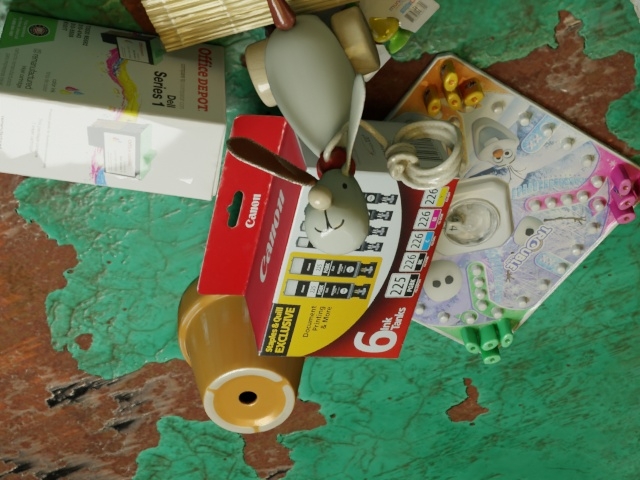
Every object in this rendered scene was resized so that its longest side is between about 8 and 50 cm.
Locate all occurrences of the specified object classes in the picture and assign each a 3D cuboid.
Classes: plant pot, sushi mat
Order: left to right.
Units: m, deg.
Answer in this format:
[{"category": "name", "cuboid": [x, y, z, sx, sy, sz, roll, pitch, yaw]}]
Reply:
[{"category": "plant pot", "cuboid": [-0.104, 0.166, 1.796, 0.205, 0.188, 0.205, -2, 127, -3]}, {"category": "sushi mat", "cuboid": [-0.064, -0.329, 1.476, 0.317, 0.019, 0.151, -13, 121, 9]}]

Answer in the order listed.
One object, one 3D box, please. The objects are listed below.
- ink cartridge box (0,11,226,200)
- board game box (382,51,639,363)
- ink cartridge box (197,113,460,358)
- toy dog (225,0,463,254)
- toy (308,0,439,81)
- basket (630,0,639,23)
[{"category": "ink cartridge box", "cuboid": [-0.257, -0.165, 1.526, 0.278, 0.201, 0.117, 8, 126, -11]}, {"category": "board game box", "cuboid": [0.212, -0.024, 1.769, 0.390, 0.050, 0.390, 27, 120, -22]}, {"category": "ink cartridge box", "cuboid": [0.000, 0.000, 1.635, 0.272, 0.130, 0.309, 2, 127, -17]}, {"category": "toy dog", "cuboid": [-0.008, -0.160, 1.421, 0.220, 0.333, 0.161, -37, 139, 3]}, {"category": "toy", "cuboid": [0.013, -0.316, 1.528, 0.237, 0.056, 0.137, 36, 115, -20]}, {"category": "basket", "cuboid": [0.542, -0.280, 1.442, 0.331, 0.328, 0.266, -25, 129, 13]}]
